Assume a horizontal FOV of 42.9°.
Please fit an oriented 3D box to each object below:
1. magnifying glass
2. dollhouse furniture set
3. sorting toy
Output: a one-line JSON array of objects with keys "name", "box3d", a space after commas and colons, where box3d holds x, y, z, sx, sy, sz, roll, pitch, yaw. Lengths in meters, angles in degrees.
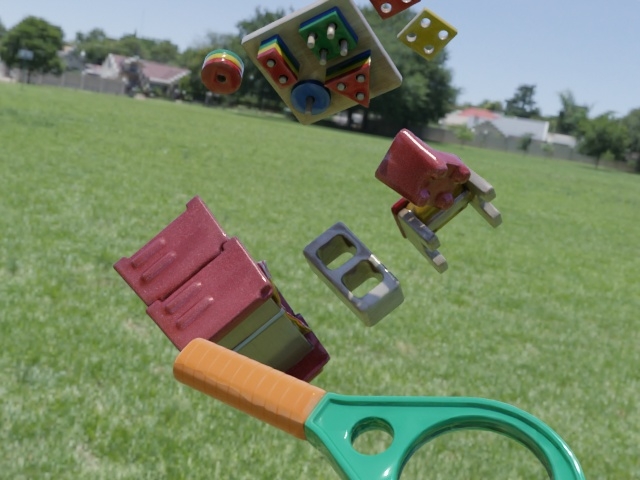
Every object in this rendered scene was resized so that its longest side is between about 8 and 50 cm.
[{"name": "magnifying glass", "box3d": [0.019, 0.099, 0.412, 0.231, 0.026, 0.092, 19, 50, 29]}, {"name": "dollhouse furniture set", "box3d": [0.000, 0.000, 0.886, 0.152, 0.374, 0.201, 46, -8, 35]}, {"name": "sorting toy", "box3d": [0.009, -0.188, 0.886, 0.274, 0.046, 0.132, -19, -47, 26]}]
